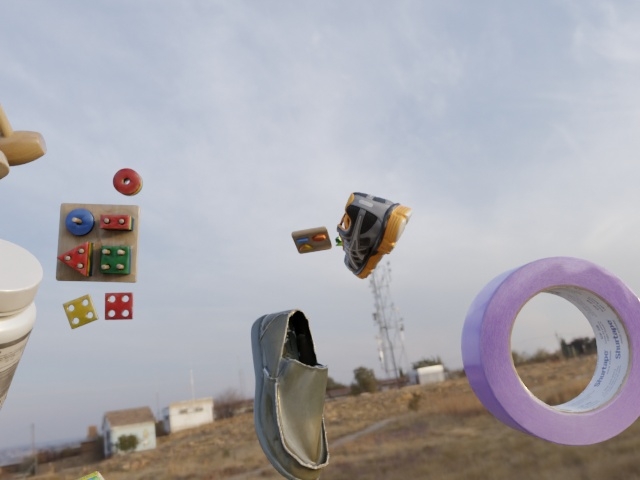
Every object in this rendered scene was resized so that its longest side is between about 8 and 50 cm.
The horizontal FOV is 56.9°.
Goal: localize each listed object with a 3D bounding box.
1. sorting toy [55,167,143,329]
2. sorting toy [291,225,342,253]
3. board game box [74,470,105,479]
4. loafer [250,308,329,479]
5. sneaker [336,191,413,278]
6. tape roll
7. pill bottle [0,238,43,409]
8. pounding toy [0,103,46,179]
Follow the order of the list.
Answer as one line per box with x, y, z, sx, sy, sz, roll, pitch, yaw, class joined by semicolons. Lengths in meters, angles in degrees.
-0.375;0.012;0.986;0.132;0.274;0.046;2;-5;-3;sorting toy
0.000;0.000;0.932;0.083;0.012;0.062;-9;-33;5;sorting toy
-0.278;0.349;0.656;0.141;0.048;0.170;-20;-56;-5;board game box
-0.037;0.200;0.810;0.094;0.251;0.087;16;-44;-41;loafer
0.061;-0.012;0.832;0.083;0.084;0.215;27;-23;1;sneaker
0.362;0.166;0.907;0.275;0.274;0.090;-7;-10;-7;tape roll
-0.256;0.070;0.430;0.078;0.078;0.137;8;-62;-45;pill bottle
-0.384;-0.114;0.526;0.154;0.154;0.269;-21;-14;0;pounding toy
